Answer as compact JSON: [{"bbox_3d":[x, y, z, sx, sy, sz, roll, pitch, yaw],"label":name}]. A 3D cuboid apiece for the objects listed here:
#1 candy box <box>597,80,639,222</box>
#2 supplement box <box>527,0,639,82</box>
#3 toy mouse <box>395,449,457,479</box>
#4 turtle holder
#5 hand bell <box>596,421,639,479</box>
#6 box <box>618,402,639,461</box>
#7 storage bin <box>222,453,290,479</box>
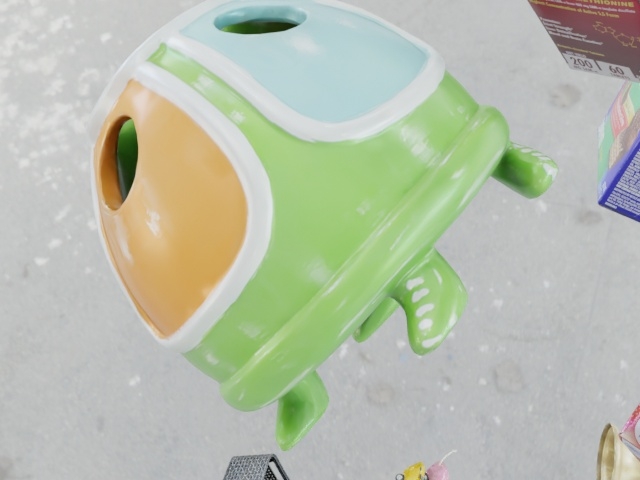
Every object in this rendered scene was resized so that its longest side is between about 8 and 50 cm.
[{"bbox_3d":[0.530,-0.216,1.269,0.122,0.317,0.268,24,36,1],"label":"candy box"},{"bbox_3d":[0.249,-0.235,0.771,0.130,0.239,0.073,27,82,45],"label":"supplement box"},{"bbox_3d":[0.145,0.376,1.279,0.161,0.143,0.031,-33,51,-16],"label":"toy mouse"},{"bbox_3d":[0.002,-0.054,0.559,0.227,0.243,0.320,43,67,0],"label":"turtle holder"},{"bbox_3d":[0.582,0.375,1.396,0.242,0.126,0.126,7,55,8],"label":"hand bell"},{"bbox_3d":[0.369,0.186,0.753,0.128,0.257,0.123,33,84,39],"label":"box"},{"bbox_3d":[-0.121,0.477,1.520,0.084,0.122,0.180,-10,34,21],"label":"storage bin"}]
